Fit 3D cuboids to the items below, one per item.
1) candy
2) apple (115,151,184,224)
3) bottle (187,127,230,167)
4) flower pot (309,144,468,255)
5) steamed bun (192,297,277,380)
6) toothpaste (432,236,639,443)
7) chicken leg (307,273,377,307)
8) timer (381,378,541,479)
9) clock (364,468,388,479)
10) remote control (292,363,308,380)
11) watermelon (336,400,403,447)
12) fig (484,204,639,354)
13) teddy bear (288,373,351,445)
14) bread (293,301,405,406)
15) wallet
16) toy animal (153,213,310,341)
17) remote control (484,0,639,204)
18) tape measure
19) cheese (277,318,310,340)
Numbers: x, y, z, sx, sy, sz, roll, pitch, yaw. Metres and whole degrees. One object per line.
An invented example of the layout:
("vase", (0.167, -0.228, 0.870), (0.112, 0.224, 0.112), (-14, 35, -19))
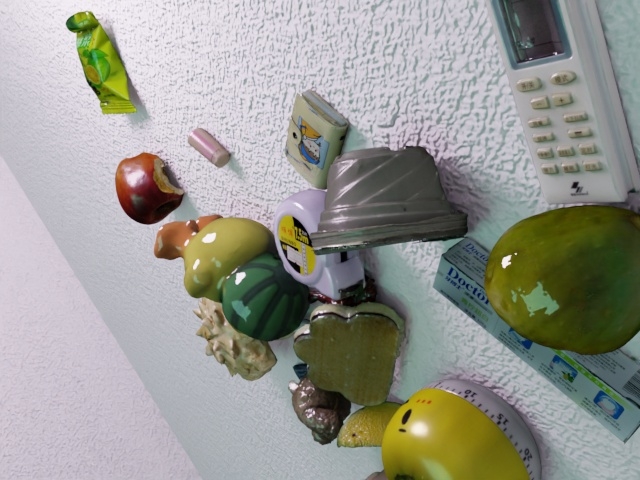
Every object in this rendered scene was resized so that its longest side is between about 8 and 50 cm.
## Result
("candy", (-0.516, -0.414, 1.689), (0.149, 0.069, 0.247), (6, 117, 48))
("apple", (-0.430, -0.128, 1.755), (0.158, 0.147, 0.156), (52, 170, 12))
("bottle", (-0.232, -0.194, 1.500), (0.096, 0.045, 0.045), (40, 145, 23))
("flower pot", (0.091, -0.057, 1.017), (0.235, 0.235, 0.141), (-4, 92, 56))
("steamed bun", (-0.216, 0.207, 1.681), (0.292, 0.137, 0.295), (92, 153, -46))
("toothpaste", (0.304, 0.127, 0.990), (0.336, 0.067, 0.081), (41, 146, 28))
("chicken leg", (0.046, 0.105, 1.362), (0.090, 0.048, 0.219), (59, 150, 4))
("timer", (0.199, 0.391, 1.182), (0.285, 0.285, 0.285), (36, 143, 33))
("clock", (0.193, 0.632, 1.560), (0.284, 0.114, 0.309), (51, 150, 14))
("remote control", (-0.021, 0.306, 1.666), (0.044, 0.027, 0.152), (55, 152, -6))
("watermelon", (0.127, 0.362, 1.422), (0.181, 0.092, 0.075), (-2, 99, 13))
("fig", (0.294, 0.038, 0.816), (0.191, 0.181, 0.181), (-43, 80, 35))
("teddy bear", (0.007, 0.346, 1.532), (0.140, 0.177, 0.190), (8, 154, 15))
("bread", (0.050, 0.205, 1.354), (0.207, 0.056, 0.287), (15, 133, 5))
("wallet", (-0.012, -0.168, 1.207), (0.110, 0.039, 0.155), (44, 146, 20))
("toy animal", (-0.165, 0.058, 1.490), (0.338, 0.216, 0.191), (43, 120, 20))
("remote control", (0.262, -0.173, 0.787), (0.102, 0.055, 0.277), (2, 119, 54))
("tape measure", (0.001, -0.002, 1.272), (0.196, 0.105, 0.179), (30, 132, 47))
("cheese", (-0.076, 0.184, 1.609), (0.235, 0.049, 0.127), (11, 125, 53))
